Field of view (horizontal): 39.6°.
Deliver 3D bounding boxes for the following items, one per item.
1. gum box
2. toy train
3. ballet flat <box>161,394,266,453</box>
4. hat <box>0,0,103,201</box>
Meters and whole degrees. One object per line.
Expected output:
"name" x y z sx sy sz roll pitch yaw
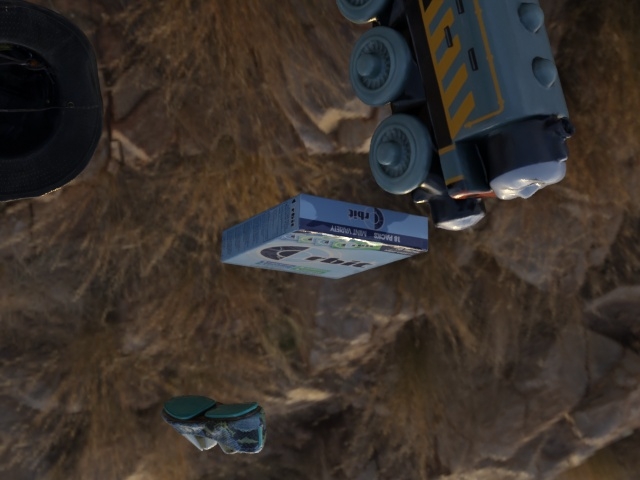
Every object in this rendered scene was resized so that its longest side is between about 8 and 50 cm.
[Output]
"gum box" 0.000 0.000 0.972 0.157 0.041 0.184 10 165 -28
"toy train" 0.127 -0.183 0.838 0.142 0.334 0.190 -3 168 -41
"ballet flat" -0.132 0.230 1.090 0.070 0.070 0.188 16 167 -36
"hat" -0.507 -0.230 1.405 0.331 0.134 0.331 -15 124 -24
